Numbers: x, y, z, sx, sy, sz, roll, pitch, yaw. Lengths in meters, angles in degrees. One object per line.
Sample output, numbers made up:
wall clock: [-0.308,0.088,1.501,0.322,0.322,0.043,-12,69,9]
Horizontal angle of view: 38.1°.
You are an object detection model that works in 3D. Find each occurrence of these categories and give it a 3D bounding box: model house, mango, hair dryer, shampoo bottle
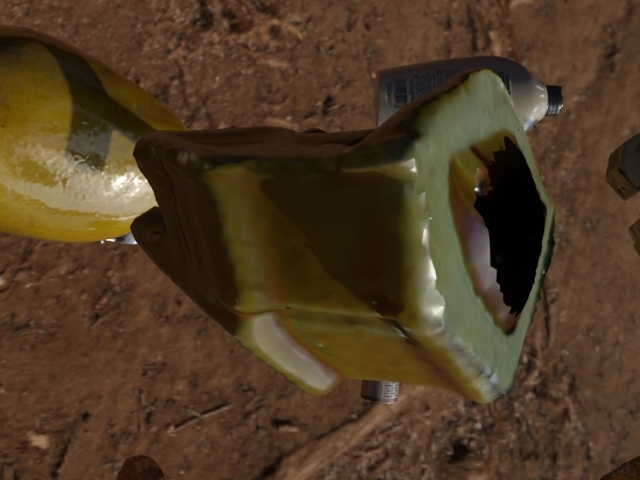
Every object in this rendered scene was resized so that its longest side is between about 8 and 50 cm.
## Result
model house: [-0.003,-0.009,0.541,0.268,0.239,0.173,51,46,-52]
mango: [-0.398,-0.146,1.380,0.445,0.232,0.300,13,101,-33]
hair dryer: [0.118,0.111,1.304,0.220,0.053,0.195,-7,104,-69]
shampoo bottle: [0.203,-0.192,1.263,0.256,0.078,0.127,1,76,-1]

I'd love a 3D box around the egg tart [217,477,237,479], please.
egg tart: [-0.175,0.482,1.593,0.078,0.197,0.197,54,47,-19]

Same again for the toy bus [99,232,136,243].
toy bus: [-0.326,-0.078,1.808,0.305,0.179,0.143,-3,101,-42]

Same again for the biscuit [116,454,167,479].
biscuit: [-0.166,0.377,0.926,0.049,0.205,0.324,-3,81,-31]

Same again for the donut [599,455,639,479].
donut: [0.347,0.313,0.991,0.162,0.065,0.178,0,120,-18]

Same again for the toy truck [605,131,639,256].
toy truck: [0.485,-0.078,0.902,0.405,0.181,0.254,-34,82,-10]
